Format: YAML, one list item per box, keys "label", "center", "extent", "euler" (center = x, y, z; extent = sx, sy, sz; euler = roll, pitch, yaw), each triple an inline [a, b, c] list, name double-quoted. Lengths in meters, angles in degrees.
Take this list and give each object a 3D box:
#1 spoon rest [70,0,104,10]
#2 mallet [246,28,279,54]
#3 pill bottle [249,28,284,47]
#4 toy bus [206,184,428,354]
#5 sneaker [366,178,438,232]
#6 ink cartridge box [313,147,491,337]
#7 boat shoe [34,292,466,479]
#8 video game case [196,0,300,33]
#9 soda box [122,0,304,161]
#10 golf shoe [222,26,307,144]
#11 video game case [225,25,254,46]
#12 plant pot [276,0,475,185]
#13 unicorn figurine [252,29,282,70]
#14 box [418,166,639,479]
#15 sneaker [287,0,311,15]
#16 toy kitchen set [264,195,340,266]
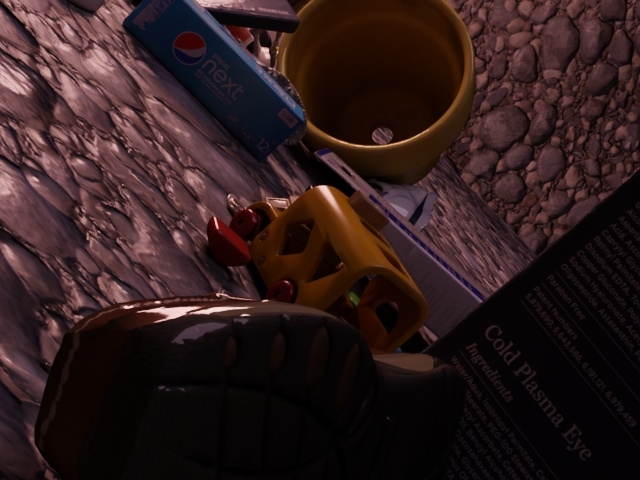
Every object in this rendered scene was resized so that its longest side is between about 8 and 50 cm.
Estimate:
- label: "spoon rest"
  center: [-0.284, -0.343, 1.185]
  extent: [0.137, 0.084, 0.276]
  euler: [19, 45, -64]
- label: "mallet"
  center: [-0.022, -0.269, 1.792]
  extent: [0.189, 0.039, 0.062]
  euler: [17, -15, -3]
- label: "pill bottle"
  center: [-0.009, -0.318, 1.939]
  extent: [0.153, 0.153, 0.264]
  euler: [49, 11, 8]
- label: "toy bus"
  center: [0.007, 0.009, 0.958]
  extent: [0.202, 0.104, 0.191]
  euler: [49, 11, 4]
- label: "sneaker"
  center: [0.090, -0.044, 1.550]
  extent: [0.095, 0.090, 0.235]
  euler: [33, 8, 0]
- label: "ink cartridge box"
  center: [0.121, 0.049, 1.231]
  extent: [0.371, 0.069, 0.176]
  euler: [44, 7, -1]
- label: "boat shoe"
  center: [-0.035, 0.084, 0.556]
  extent: [0.120, 0.122, 0.324]
  euler: [19, -5, 25]
- label: "video game case"
  center: [-0.161, -0.368, 1.497]
  extent: [0.196, 0.026, 0.274]
  euler: [-1, 51, -42]
- label: "soda box"
  center: [-0.113, -0.187, 1.297]
  extent: [0.210, 0.067, 0.071]
  euler: [46, 11, -13]
- label: "golf shoe"
  center: [-0.077, -0.187, 1.454]
  extent: [0.176, 0.069, 0.086]
  euler: [49, 5, 5]
- label: "video game case"
  center: [-0.207, -0.418, 1.732]
  extent: [0.285, 0.025, 0.204]
  euler: [50, 3, -30]
- label: "plant pot"
  center: [0.080, -0.183, 1.609]
  extent: [0.254, 0.254, 0.239]
  euler: [51, -8, 20]
- label: "unicorn figurine"
  center: [-0.070, -0.249, 1.679]
  extent: [0.060, 0.111, 0.162]
  euler: [9, 43, -4]
- label: "box"
  center: [0.217, 0.124, 0.808]
  extent: [0.179, 0.312, 0.343]
  euler: [53, 12, 25]
- label: "sneaker"
  center: [-0.050, -0.386, 1.656]
  extent: [0.268, 0.101, 0.153]
  euler: [5, 54, -17]
- label: "toy kitchen set"
  center: [-0.011, 0.005, 1.104]
  extent: [0.083, 0.075, 0.068]
  euler: [4, 17, -7]
